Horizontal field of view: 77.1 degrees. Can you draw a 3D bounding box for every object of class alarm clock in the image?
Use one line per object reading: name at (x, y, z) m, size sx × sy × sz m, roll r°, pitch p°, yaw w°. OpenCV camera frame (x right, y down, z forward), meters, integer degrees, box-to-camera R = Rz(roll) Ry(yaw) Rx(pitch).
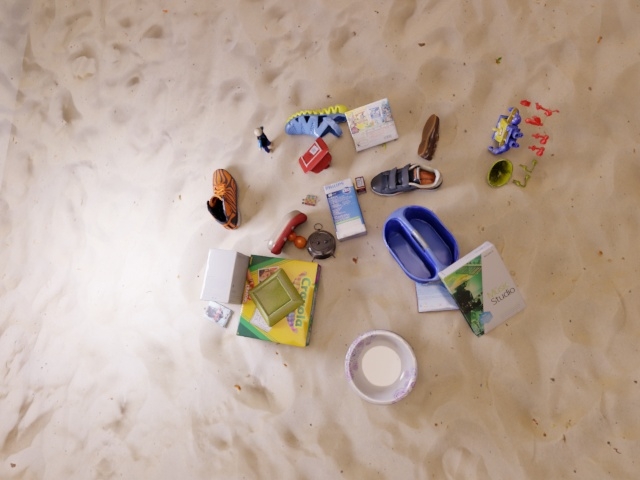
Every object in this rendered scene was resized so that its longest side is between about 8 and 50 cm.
alarm clock at (0.000, 0.000, 1.808) m, size 0.129 × 0.064 × 0.192 m, roll -10°, pitch 58°, yaw -1°

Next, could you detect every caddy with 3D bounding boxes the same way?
caddy at (0.411, 0.016, 1.658) m, size 0.241 × 0.179 × 0.341 m, roll -35°, pitch 69°, yaw 1°

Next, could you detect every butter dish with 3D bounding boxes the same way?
butter dish at (-0.006, -0.375, 1.875) m, size 0.160 × 0.118 × 0.160 m, roll -45°, pitch 37°, yaw 16°

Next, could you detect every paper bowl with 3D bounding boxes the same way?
paper bowl at (0.247, 0.503, 1.620) m, size 0.284 × 0.148 × 0.284 m, roll -2°, pitch 77°, yaw 11°

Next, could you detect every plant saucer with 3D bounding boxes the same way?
plant saucer at (-0.196, 0.240, 1.708) m, size 0.188 × 0.045 × 0.188 m, roll -36°, pitch 74°, yaw 1°

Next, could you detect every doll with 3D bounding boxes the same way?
doll at (-0.274, -0.483, 1.909) m, size 0.046 × 0.189 × 0.129 m, roll -2°, pitch 79°, yaw 11°

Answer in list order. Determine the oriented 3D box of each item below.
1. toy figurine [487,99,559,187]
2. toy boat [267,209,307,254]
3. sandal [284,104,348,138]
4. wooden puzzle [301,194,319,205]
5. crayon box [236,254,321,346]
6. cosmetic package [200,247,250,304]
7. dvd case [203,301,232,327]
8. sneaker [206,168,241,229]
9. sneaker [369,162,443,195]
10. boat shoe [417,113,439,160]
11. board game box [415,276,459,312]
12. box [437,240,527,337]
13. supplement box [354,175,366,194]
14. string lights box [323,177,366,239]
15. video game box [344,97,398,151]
toy figurine at (0.816, -0.429, 1.711) m, size 0.191 × 0.217 × 0.363 m, roll 5°, pitch 123°, yaw -2°
toy boat at (-0.128, -0.020, 1.816) m, size 0.151 × 0.151 × 0.231 m, roll 33°, pitch 87°, yaw -1°
sandal at (-0.017, -0.545, 1.909) m, size 0.317 × 0.126 × 0.138 m, roll -9°, pitch 81°, yaw 11°
wooden puzzle at (-0.047, -0.189, 1.896) m, size 0.083 × 0.006 × 0.049 m, roll 11°, pitch 81°, yaw 14°
crayon box at (-0.180, 0.262, 1.778) m, size 0.313 × 0.106 × 0.363 m, roll 6°, pitch 80°, yaw 13°
cosmetic package at (-0.402, 0.166, 1.783) m, size 0.138 × 0.224 × 0.225 m, roll 4°, pitch 80°, yaw 13°
dvd case at (-0.479, 0.341, 1.872) m, size 0.119 × 0.013 × 0.087 m, roll 24°, pitch 84°, yaw 14°
sneaker at (-0.465, -0.215, 1.897) m, size 0.124 × 0.180 × 0.321 m, roll -20°, pitch 75°, yaw 7°
sneaker at (0.373, -0.273, 1.768) m, size 0.321 × 0.127 × 0.126 m, roll -4°, pitch 79°, yaw 12°
boat shoe at (0.499, -0.463, 1.815) m, size 0.073 × 0.073 × 0.207 m, roll 20°, pitch 86°, yaw -23°
board game box at (0.544, 0.220, 1.680) m, size 0.281 × 0.027 × 0.145 m, roll -6°, pitch 78°, yaw 11°
box at (0.634, 0.195, 1.568) m, size 0.232 × 0.058 × 0.322 m, roll -35°, pitch 106°, yaw 3°
supplement box at (0.182, -0.249, 1.822) m, size 0.043 × 0.083 × 0.055 m, roll -11°, pitch 77°, yaw 9°
string lights box at (0.113, -0.138, 1.817) m, size 0.133 × 0.077 × 0.260 m, roll -16°, pitch 76°, yaw 7°
video game box at (0.236, -0.532, 1.855) m, size 0.205 × 0.048 × 0.187 m, roll -17°, pitch 102°, yaw 7°
